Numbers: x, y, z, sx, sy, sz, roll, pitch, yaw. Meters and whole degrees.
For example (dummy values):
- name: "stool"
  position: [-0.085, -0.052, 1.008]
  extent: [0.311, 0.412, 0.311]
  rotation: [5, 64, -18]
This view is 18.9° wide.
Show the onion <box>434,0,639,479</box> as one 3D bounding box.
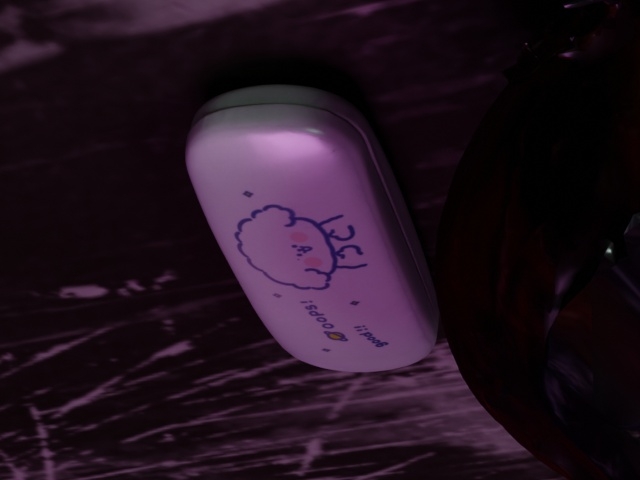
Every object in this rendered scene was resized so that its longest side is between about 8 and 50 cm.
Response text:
- name: "onion"
  position: [0.166, -0.023, 0.616]
  extent: [0.221, 0.281, 0.281]
  rotation: [-11, 165, -41]

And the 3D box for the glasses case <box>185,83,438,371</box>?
- name: "glasses case"
  position: [0.000, 0.000, 0.822]
  extent: [0.076, 0.049, 0.197]
  rotation: [-2, 147, 15]
